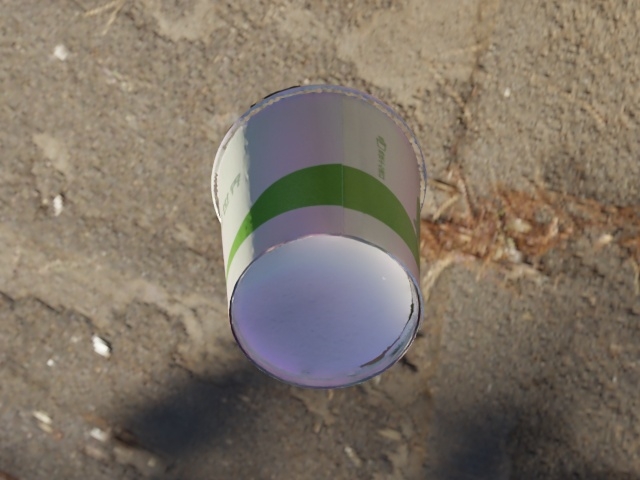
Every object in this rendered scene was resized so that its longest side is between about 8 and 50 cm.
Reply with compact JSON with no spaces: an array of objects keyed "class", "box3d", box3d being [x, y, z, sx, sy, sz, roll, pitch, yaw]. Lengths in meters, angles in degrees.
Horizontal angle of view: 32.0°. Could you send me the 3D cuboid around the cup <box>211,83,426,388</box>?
[{"class":"cup","box3d":[0.000,0.000,1.180,0.253,0.274,0.253,0,121,-1]}]
